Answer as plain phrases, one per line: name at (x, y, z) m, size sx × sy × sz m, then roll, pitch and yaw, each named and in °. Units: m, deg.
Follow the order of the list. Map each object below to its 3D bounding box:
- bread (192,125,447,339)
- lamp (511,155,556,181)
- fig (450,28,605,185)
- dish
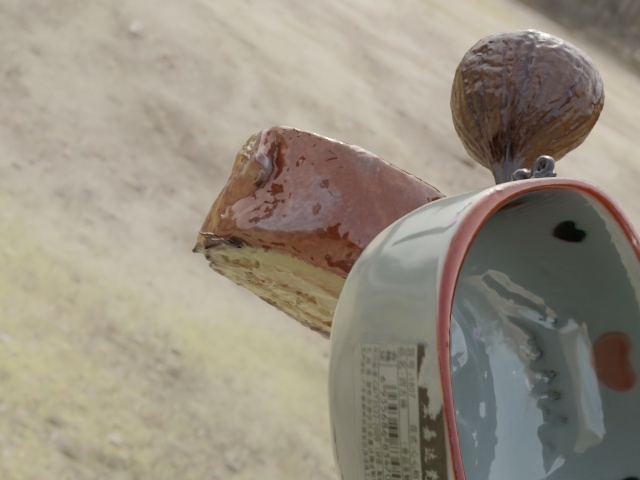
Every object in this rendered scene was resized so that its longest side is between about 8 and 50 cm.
bread at (0.008, -0.001, 1.415) m, size 0.244 × 0.123 × 0.190 m, roll 32°, pitch -21°, yaw -37°
lamp at (0.197, 0.058, 1.343) m, size 0.118 × 0.118 × 0.253 m, roll 22°, pitch 43°, yaw -31°
fig at (0.176, -0.094, 1.561) m, size 0.133 × 0.201 × 0.146 m, roll 34°, pitch -30°, yaw -22°
dish at (0.088, 0.090, 0.904) m, size 0.117 × 0.256 × 0.256 m, roll -9°, pitch -16°, yaw 39°
